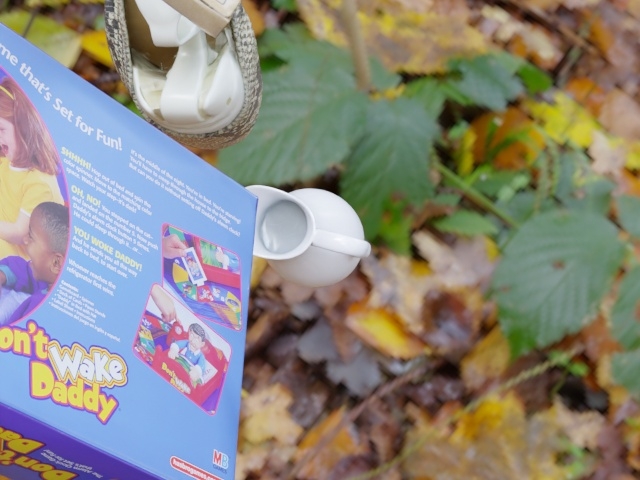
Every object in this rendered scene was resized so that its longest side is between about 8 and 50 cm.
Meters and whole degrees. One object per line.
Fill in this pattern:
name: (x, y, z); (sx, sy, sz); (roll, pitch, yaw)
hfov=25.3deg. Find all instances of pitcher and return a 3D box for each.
pitcher: (0.000, 0.000, 1.781); (0.178, 0.125, 0.207); (19, -1, 22)

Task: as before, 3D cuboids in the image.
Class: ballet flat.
ballet flat: (-0.156, -0.242, 1.509); (0.164, 0.482, 0.182); (-6, 43, 0)

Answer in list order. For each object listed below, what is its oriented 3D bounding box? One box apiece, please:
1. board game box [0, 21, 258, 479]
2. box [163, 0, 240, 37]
board game box: (-0.186, 0.003, 0.830); (0.347, 0.078, 0.233); (35, 46, -39)
box: (-0.109, -0.226, 0.815); (0.201, 0.021, 0.164); (35, 46, -12)
